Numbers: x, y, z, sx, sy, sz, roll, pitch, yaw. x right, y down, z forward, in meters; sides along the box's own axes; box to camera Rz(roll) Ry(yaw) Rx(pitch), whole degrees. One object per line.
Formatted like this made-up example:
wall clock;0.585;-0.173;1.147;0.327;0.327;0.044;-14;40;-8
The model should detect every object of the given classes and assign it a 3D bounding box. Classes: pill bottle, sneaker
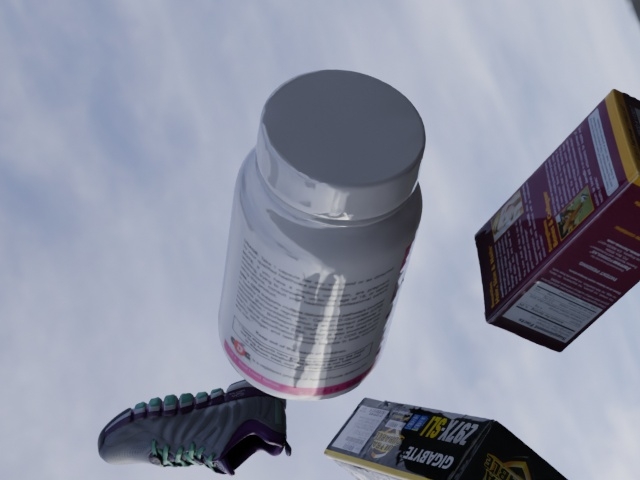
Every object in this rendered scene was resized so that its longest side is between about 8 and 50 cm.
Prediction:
pill bottle;0.000;0.000;1.179;0.283;0.160;0.160;102;176;-49
sneaker;-0.143;0.225;1.517;0.083;0.223;0.098;67;-172;-47

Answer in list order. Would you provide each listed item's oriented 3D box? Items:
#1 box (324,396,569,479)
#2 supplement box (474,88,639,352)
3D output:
box;0.186;0.270;1.224;0.322;0.257;0.079;41;-108;-16
supplement box;0.212;-0.012;1.082;0.080;0.188;0.104;23;-141;-22
